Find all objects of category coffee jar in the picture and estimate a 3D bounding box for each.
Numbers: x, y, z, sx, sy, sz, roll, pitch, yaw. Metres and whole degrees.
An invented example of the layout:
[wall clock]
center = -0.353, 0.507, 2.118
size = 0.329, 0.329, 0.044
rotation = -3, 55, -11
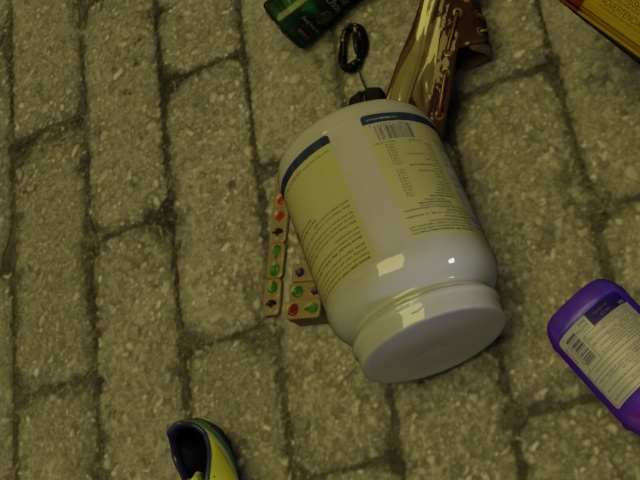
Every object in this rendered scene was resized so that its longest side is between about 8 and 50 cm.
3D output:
[coffee jar]
center = 0.005, -0.398, 1.920
size = 0.184, 0.096, 0.079
rotation = -41, 59, 10

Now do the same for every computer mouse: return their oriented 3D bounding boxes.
[computer mouse]
center = 0.064, -0.241, 1.855
size = 0.071, 0.041, 0.242
rotation = -25, 59, 20

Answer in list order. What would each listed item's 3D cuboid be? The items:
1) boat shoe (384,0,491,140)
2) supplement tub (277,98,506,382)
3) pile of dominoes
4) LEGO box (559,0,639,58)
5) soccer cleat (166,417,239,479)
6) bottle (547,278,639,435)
[boat shoe]
center = 0.193, -0.293, 1.773
size = 0.123, 0.123, 0.342
rotation = 21, 76, 4
[supplement tub]
center = 0.095, 0.002, 1.613
size = 0.235, 0.235, 0.324
rotation = -30, 61, 16
[pile of dominoes]
center = 0.000, 0.000, 1.792
size = 0.196, 0.040, 0.251
rotation = -6, 68, 28
[LEGO box]
center = 0.566, -0.298, 1.389
size = 0.372, 0.193, 0.500
rotation = -52, 39, 14
[soccer cleat]
center = -0.141, 0.373, 1.667
size = 0.093, 0.121, 0.289
rotation = -36, 57, 12
[bottle]
center = 0.399, 0.174, 1.458
size = 0.118, 0.092, 0.283
rotation = -45, 55, 7
